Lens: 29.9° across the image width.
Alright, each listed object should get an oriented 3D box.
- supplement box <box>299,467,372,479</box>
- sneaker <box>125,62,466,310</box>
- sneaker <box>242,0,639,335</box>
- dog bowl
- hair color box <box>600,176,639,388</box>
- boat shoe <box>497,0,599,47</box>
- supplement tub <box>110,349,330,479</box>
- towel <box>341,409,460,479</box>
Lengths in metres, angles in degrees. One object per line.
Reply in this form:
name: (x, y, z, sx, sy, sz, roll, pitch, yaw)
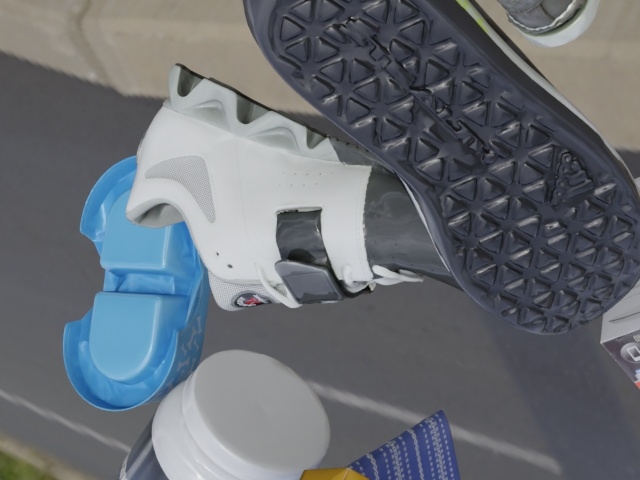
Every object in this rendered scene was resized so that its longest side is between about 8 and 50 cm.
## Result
supplement box: (0.047, 0.321, 1.012, 0.194, 0.191, 0.129, 29, 162, -10)
sneaker: (0.000, 0.000, 0.834, 0.330, 0.146, 0.122, 26, 180, 32)
sneaker: (0.057, -0.060, 0.496, 0.084, 0.097, 0.234, -33, 120, 17)
dog bowl: (-0.204, 0.052, 1.397, 0.166, 0.297, 0.074, 2, 169, 30)
hair color box: (0.246, 0.013, 0.807, 0.093, 0.167, 0.053, -27, 116, 35)
boat shoe: (0.203, -0.331, 1.086, 0.109, 0.305, 0.091, -8, 160, 36)
supplement tub: (-0.125, 0.272, 1.353, 0.191, 0.191, 0.272, 31, 124, -5)
towel: (0.047, 0.349, 1.270, 0.040, 0.336, 0.243, -1, 104, 43)
